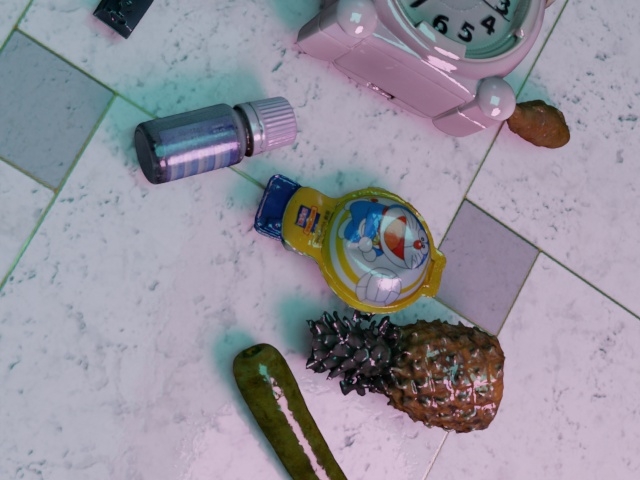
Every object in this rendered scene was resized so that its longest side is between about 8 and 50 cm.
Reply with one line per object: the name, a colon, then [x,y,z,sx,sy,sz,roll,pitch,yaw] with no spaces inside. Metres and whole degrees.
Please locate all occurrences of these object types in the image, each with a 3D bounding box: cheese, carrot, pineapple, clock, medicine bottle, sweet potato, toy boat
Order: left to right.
toy boat: [-0.230,-0.326,1.538,0.055,0.060,0.141,35,70,-19]
medicine bottle: [-0.132,-0.134,1.562,0.203,0.083,0.083,-17,96,-20]
carrot: [-0.012,0.295,1.622,0.074,0.074,0.358,-34,105,-19]
cheese: [0.042,0.001,1.614,0.270,0.069,0.177,23,70,-11]
pineapple: [0.103,0.171,1.631,0.279,0.158,0.157,12,85,-12]
clock: [0.161,-0.347,1.640,0.342,0.184,0.325,28,75,-25]
sweet potato: [0.306,-0.170,1.731,0.206,0.060,0.068,7,86,-57]
